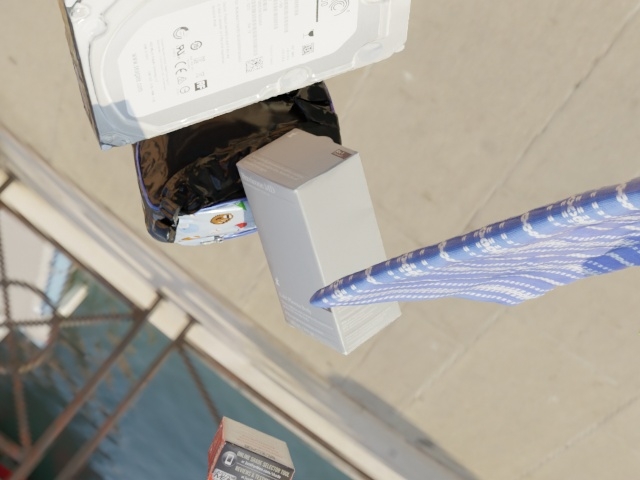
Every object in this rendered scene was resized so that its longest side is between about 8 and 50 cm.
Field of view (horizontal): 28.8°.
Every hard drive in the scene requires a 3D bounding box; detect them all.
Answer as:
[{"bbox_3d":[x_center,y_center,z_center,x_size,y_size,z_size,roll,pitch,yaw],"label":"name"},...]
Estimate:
[{"bbox_3d":[-0.073,-0.220,1.193,0.237,0.338,0.064,93,154,-60],"label":"hard drive"}]

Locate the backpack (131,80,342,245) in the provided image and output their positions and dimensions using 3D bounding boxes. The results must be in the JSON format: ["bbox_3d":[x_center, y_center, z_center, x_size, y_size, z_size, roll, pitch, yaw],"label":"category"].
[{"bbox_3d":[-0.108,-0.121,1.611,0.263,0.277,0.213,-10,161,-5],"label":"backpack"}]

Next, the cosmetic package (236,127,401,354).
[{"bbox_3d":[0.000,0.000,1.471,0.127,0.107,0.238,24,141,50],"label":"cosmetic package"}]

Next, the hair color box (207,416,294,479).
[{"bbox_3d":[-0.067,0.207,1.175,0.072,0.043,0.141,24,178,-4],"label":"hair color box"}]

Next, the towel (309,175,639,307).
[{"bbox_3d":[0.189,0.008,0.899,0.336,0.243,0.040,-21,75,45],"label":"towel"}]

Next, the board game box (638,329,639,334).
[{"bbox_3d":[0.378,0.057,1.175,0.092,0.181,0.043,51,148,-15],"label":"board game box"}]
